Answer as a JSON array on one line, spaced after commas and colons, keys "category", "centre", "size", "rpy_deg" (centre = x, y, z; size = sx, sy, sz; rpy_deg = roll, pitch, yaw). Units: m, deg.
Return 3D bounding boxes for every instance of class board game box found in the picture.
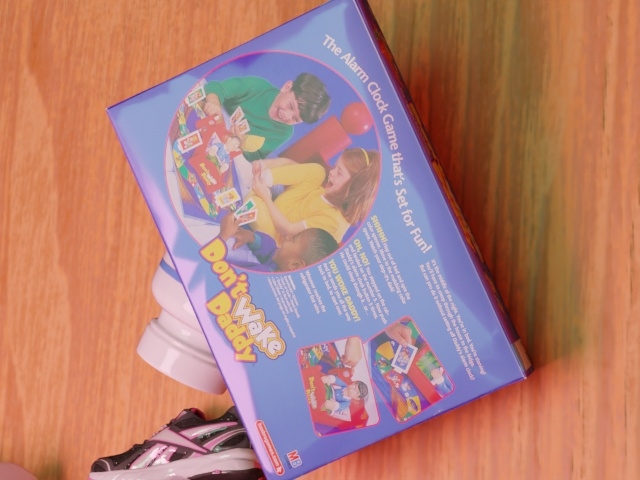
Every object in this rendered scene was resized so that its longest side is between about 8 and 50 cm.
[{"category": "board game box", "centre": [0.000, 0.000, 1.468], "size": [0.233, 0.078, 0.347], "rpy_deg": [-24, 86, 11]}]

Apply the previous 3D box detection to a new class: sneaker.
[{"category": "sneaker", "centre": [-0.129, 0.195, 1.625], "size": [0.178, 0.072, 0.077], "rpy_deg": [-9, 62, 24]}]

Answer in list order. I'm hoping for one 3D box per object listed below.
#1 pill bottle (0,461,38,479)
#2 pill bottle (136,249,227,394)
[{"category": "pill bottle", "centre": [-0.406, 0.313, 1.710], "size": [0.301, 0.169, 0.169], "rpy_deg": [-21, 68, 28]}, {"category": "pill bottle", "centre": [-0.077, 0.021, 1.587], "size": [0.124, 0.124, 0.221], "rpy_deg": [31, 98, 35]}]
